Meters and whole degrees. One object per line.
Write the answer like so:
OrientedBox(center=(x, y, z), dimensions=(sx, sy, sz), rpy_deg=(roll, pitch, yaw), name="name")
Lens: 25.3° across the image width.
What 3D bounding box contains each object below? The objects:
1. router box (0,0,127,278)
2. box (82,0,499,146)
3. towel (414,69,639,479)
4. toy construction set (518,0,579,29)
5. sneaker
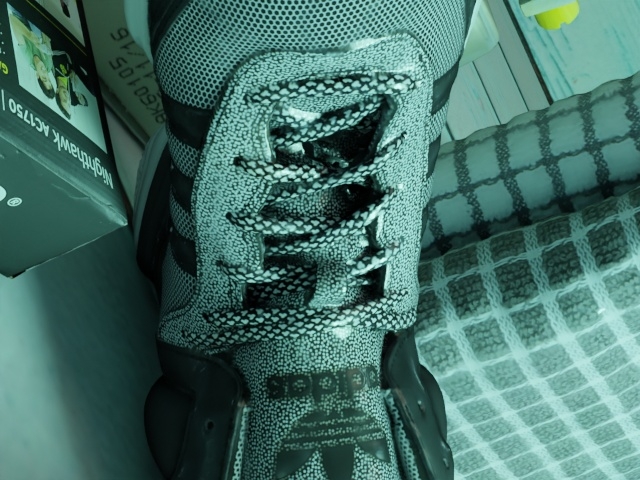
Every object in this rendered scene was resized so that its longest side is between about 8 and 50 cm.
OrientedBox(center=(-0.121, -0.082, 0.355), dimensions=(0.179, 0.046, 0.133), rpy_deg=(41, 29, -58), name="router box")
OrientedBox(center=(-0.037, -0.187, 0.622), dimensions=(0.121, 0.148, 0.311), rpy_deg=(52, 19, -42), name="box")
OrientedBox(center=(0.127, 0.061, 0.627), dimensions=(0.284, 0.235, 0.121), rpy_deg=(47, 27, -48), name="towel")
OrientedBox(center=(0.087, -0.248, 1.000), dimensions=(0.151, 0.215, 0.328), rpy_deg=(59, 16, -26), name="toy construction set")
OrientedBox(center=(0.000, 0.000, 0.397), dimensions=(0.268, 0.101, 0.153), rpy_deg=(108, -25, -63), name="sneaker")
